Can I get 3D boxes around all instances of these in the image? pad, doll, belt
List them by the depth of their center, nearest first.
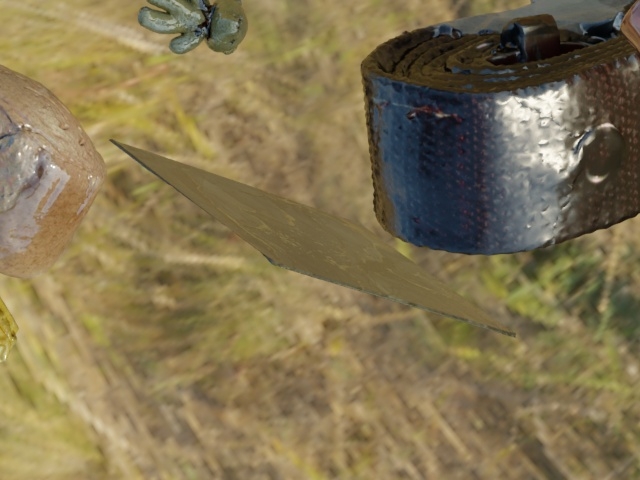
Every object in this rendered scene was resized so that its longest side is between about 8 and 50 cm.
[{"bbox_3d":[0.162,-0.077,1.296,0.184,0.289,0.164,21,124,51],"label":"belt"},{"bbox_3d":[-0.106,-0.184,1.572,0.093,0.051,0.061,13,98,-8],"label":"doll"},{"bbox_3d":[0.000,0.000,1.746,0.248,0.368,0.007,37,102,40],"label":"pad"}]

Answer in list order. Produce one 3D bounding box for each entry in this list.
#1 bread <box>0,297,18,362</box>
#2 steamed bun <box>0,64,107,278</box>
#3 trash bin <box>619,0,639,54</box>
[{"bbox_3d":[-0.336,0.063,1.803,0.060,0.066,0.110,-24,128,1],"label":"bread"},{"bbox_3d":[-0.267,-0.063,1.528,0.175,0.106,0.145,38,115,2],"label":"steamed bun"},{"bbox_3d":[0.102,-0.172,0.573,0.161,0.184,0.238,-45,84,17],"label":"trash bin"}]
